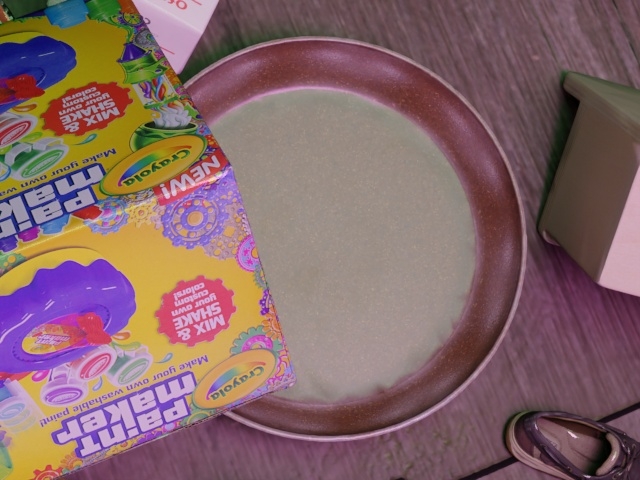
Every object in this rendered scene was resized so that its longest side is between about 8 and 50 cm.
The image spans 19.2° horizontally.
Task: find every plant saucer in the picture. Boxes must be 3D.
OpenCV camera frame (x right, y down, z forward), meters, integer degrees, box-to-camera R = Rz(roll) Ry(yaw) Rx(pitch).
[{"bbox_3d":[0.000,0.000,1.433,0.310,0.050,0.310,2,77,-9],"label":"plant saucer"}]

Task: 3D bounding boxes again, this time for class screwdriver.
[{"bbox_3d":[0.070,-0.034,1.490,0.025,0.024,0.170,10,75,-44],"label":"screwdriver"}]

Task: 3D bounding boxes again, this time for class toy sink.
[{"bbox_3d":[0.269,-0.032,1.474,0.153,0.234,0.131,14,104,-14],"label":"toy sink"}]

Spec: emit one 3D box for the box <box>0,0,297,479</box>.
[{"bbox_3d":[-0.207,0.007,1.219,0.290,0.279,0.177,-22,127,-9],"label":"box"}]

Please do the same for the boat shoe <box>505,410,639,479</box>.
[{"bbox_3d":[0.219,0.172,1.470,0.152,0.049,0.056,18,73,-12],"label":"boat shoe"}]

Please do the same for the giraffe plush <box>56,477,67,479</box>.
[{"bbox_3d":[-0.203,0.221,1.292,0.170,0.210,0.181,2,54,-49],"label":"giraffe plush"}]

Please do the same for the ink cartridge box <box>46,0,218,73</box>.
[{"bbox_3d":[-0.128,-0.208,1.424,0.115,0.067,0.198,26,58,-9],"label":"ink cartridge box"}]

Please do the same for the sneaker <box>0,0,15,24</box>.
[{"bbox_3d":[-0.236,-0.101,1.405,0.075,0.057,0.161,-27,88,-3],"label":"sneaker"}]
